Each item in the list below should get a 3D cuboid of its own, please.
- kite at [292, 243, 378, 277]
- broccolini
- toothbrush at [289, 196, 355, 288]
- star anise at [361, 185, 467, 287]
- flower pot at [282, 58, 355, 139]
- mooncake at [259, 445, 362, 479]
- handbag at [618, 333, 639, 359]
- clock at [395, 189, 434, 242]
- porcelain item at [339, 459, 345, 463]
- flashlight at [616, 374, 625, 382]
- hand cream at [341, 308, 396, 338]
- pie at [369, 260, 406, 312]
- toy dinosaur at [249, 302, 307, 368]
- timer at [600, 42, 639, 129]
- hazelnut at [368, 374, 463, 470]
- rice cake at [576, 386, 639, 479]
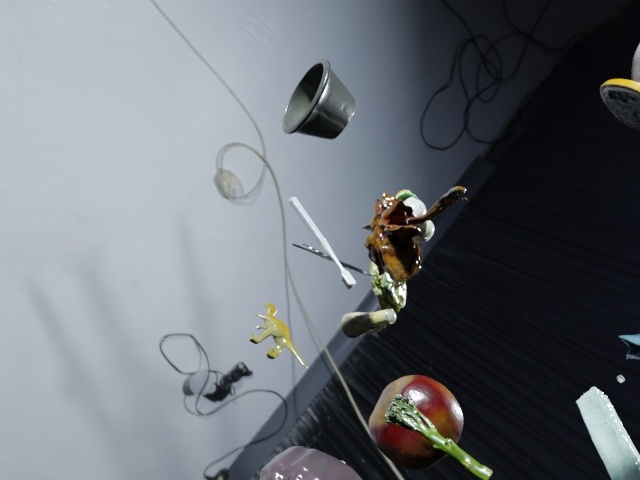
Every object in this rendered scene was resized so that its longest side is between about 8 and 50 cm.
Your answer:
[{"bbox_3d":[0.038,0.057,1.447,0.314,0.335,0.012,28,83,-50],"label":"kite"},{"bbox_3d":[0.222,0.370,0.963,0.067,0.216,0.058,-57,155,-9],"label":"broccolini"},{"bbox_3d":[0.000,-0.002,1.415,0.025,0.342,0.030,-18,147,-27],"label":"toothbrush"},{"bbox_3d":[0.213,-0.026,1.238,0.148,0.238,0.346,14,135,-36],"label":"star anise"},{"bbox_3d":[0.006,-0.437,1.686,0.166,0.269,0.269,27,93,-27],"label":"flower pot"},{"bbox_3d":[-0.024,0.584,1.069,0.141,0.282,0.283,-15,117,-56],"label":"mooncake"},{"bbox_3d":[0.798,0.217,1.120,0.220,0.144,0.057,-12,80,3],"label":"handbag"},{"bbox_3d":[0.326,-0.079,1.780,0.103,0.144,0.231,-29,128,12],"label":"clock"},{"bbox_3d":[0.044,0.707,1.594,0.083,0.028,0.036,2,65,-33],"label":"porcelain item"},{"bbox_3d":[0.906,0.418,1.543,0.018,0.018,0.083,-42,152,16],"label":"flashlight"},{"bbox_3d":[0.159,0.255,1.623,0.083,0.203,0.084,18,62,-37],"label":"hand cream"},{"bbox_3d":[0.265,0.166,1.950,0.248,0.089,0.201,50,42,-37],"label":"pie"},{"bbox_3d":[-0.080,0.207,1.132,0.126,0.161,0.039,-57,162,-47],"label":"toy dinosaur"},{"bbox_3d":[0.485,-0.187,0.568,0.240,0.234,0.233,-42,125,11],"label":"timer"},{"bbox_3d":[0.241,0.442,1.256,0.229,0.229,0.230,-11,112,-27],"label":"hazelnut"},{"bbox_3d":[0.599,0.434,1.013,0.062,0.336,0.066,30,117,-10],"label":"rice cake"}]
